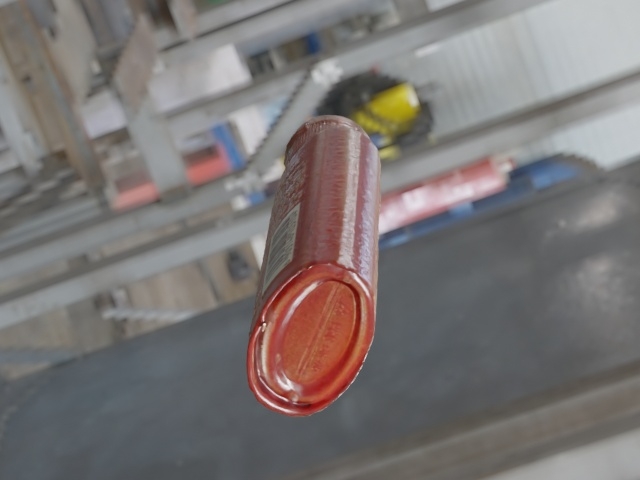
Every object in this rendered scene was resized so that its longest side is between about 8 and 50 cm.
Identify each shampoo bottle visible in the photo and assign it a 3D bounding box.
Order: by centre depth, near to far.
[{"bbox_3d":[0.001,0.000,1.258,0.314,0.076,0.118,-84,-168,-65],"label":"shampoo bottle"}]
